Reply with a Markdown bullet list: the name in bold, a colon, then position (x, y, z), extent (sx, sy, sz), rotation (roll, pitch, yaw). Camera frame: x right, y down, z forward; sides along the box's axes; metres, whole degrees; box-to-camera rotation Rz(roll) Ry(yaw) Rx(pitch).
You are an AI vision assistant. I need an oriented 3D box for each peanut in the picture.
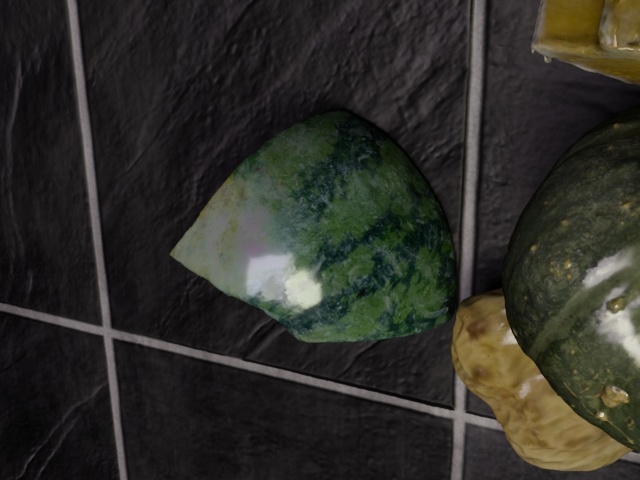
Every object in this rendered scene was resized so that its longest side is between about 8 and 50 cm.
- **peanut**: position (0.240, 0.138, 1.083), extent (0.233, 0.110, 0.196), rotation (50, 127, -1)

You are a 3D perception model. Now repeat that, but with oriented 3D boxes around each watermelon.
- **watermelon**: position (0.000, 0.000, 1.108), extent (0.176, 0.260, 0.256), rotation (-24, 83, 47)

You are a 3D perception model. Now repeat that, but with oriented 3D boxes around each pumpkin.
- **pumpkin**: position (0.324, 0.050, 0.894), extent (0.327, 0.291, 0.257), rotation (44, 133, 16)

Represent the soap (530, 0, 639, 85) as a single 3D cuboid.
- **soap**: position (0.360, -0.278, 0.833), extent (0.304, 0.169, 0.339), rotation (11, 95, -23)
